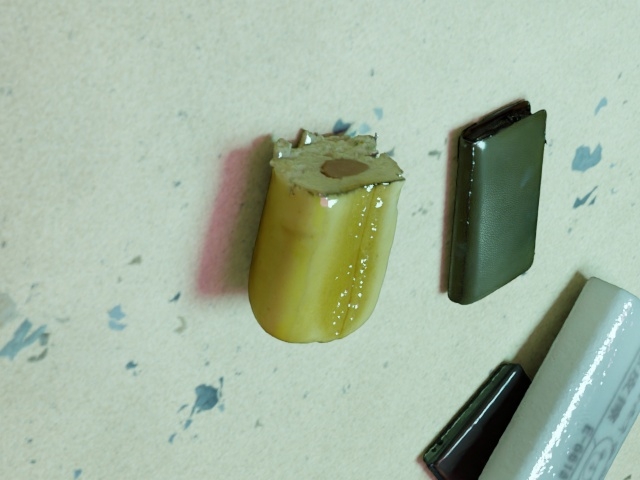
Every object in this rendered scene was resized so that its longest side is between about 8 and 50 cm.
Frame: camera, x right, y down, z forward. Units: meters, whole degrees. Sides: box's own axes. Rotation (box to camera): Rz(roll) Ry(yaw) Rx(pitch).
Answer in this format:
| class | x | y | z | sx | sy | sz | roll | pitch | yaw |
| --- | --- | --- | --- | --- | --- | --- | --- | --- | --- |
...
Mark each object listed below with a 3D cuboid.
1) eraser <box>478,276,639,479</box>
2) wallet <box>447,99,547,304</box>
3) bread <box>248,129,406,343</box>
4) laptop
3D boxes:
| class | x | y | z | sx | sy | sz | roll | pitch | yaw |
| --- | --- | --- | --- | --- | --- | --- | --- | --- | --- |
| eraser | 0.288 | 0.192 | 1.750 | 0.270 | 0.095 | 0.174 | -61 | 143 | -8 |
| wallet | 0.171 | -0.036 | 1.532 | 0.110 | 0.031 | 0.198 | -28 | 135 | -31 |
| bread | -0.002 | -0.001 | 1.332 | 0.134 | 0.085 | 0.173 | -12 | 125 | -45 |
| laptop | 0.199 | 0.234 | 1.776 | 0.154 | 0.026 | 0.207 | -49 | 143 | -9 |
